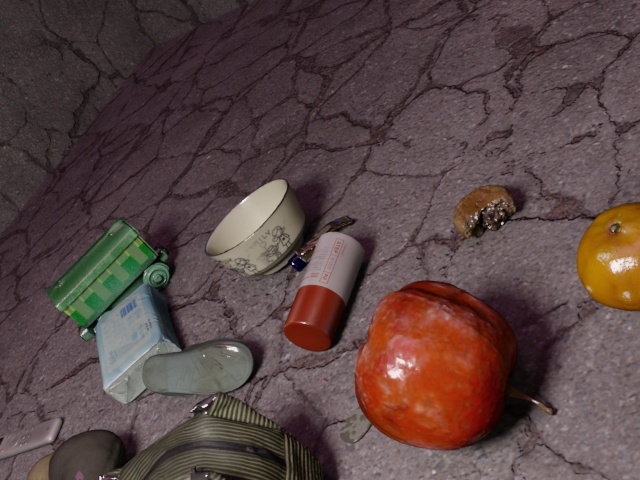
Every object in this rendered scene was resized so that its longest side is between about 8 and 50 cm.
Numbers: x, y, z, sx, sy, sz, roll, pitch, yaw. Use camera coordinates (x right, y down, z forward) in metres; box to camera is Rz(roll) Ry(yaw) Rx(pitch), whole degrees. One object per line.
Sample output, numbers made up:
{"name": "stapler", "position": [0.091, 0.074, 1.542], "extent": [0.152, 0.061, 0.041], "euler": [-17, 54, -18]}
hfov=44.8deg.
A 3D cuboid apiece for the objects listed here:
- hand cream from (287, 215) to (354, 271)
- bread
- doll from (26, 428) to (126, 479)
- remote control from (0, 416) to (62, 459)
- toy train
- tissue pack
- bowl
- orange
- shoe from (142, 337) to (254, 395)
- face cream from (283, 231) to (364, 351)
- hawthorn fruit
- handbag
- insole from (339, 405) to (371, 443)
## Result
{"name": "hand cream", "position": [0.000, 0.000, 1.638], "extent": [0.163, 0.039, 0.062], "euler": [-43, 15, -6]}
{"name": "bread", "position": [0.286, -0.052, 1.362], "extent": [0.113, 0.060, 0.082], "euler": [-32, 32, 12]}
{"name": "doll", "position": [-0.548, 0.545, 1.442], "extent": [0.382, 0.252, 0.378], "euler": [-18, 6, 29]}
{"name": "remote control", "position": [-0.707, 0.471, 1.832], "extent": [0.261, 0.029, 0.067], "euler": [-22, 35, 29]}
{"name": "toy train", "position": [-0.516, 0.101, 1.925], "extent": [0.301, 0.202, 0.120], "euler": [-48, 36, -11]}
{"name": "tissue pack", "position": [-0.416, 0.229, 1.763], "extent": [0.177, 0.089, 0.263], "euler": [-42, 33, 1]}
{"name": "bowl", "position": [-0.122, -0.012, 1.684], "extent": [0.238, 0.126, 0.238], "euler": [-36, 23, 18]}
{"name": "orange", "position": [0.425, 0.020, 1.054], "extent": [0.156, 0.124, 0.156], "euler": [-27, 31, 18]}
{"name": "shoe", "position": [-0.231, 0.249, 1.537], "extent": [0.251, 0.103, 0.100], "euler": [-11, -3, 21]}
{"name": "face cream", "position": [0.008, 0.094, 1.450], "extent": [0.096, 0.096, 0.214], "euler": [-13, 41, 39]}
{"name": "hawthorn fruit", "position": [0.184, 0.181, 1.062], "extent": [0.271, 0.242, 0.242], "euler": [19, 60, 21]}
{"name": "handbag", "position": [-0.172, 0.401, 1.128], "extent": [0.340, 0.240, 0.247], "euler": [-36, 27, 11]}
{"name": "insole", "position": [0.100, 0.246, 1.243], "extent": [0.193, 0.006, 0.065], "euler": [-49, 32, -12]}
